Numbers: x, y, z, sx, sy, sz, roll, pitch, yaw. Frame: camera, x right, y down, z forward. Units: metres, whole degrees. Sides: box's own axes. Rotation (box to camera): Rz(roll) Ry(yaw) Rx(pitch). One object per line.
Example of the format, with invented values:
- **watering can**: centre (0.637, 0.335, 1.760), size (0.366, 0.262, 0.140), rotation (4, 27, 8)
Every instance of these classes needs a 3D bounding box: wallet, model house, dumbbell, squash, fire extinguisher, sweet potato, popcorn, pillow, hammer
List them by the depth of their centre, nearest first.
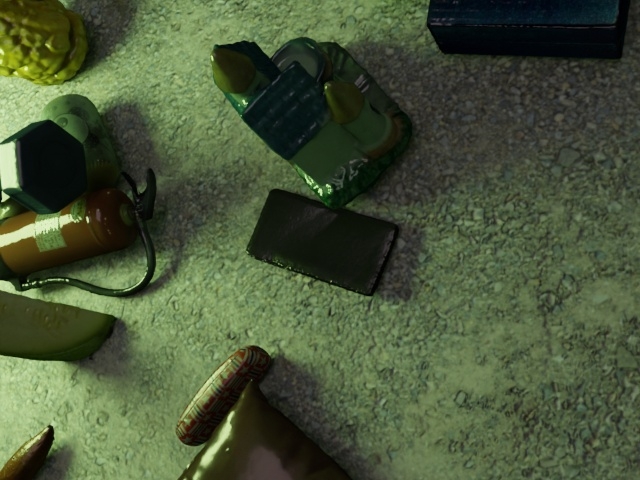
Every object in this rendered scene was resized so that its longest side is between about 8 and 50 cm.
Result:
- **pillow**: centre (-0.085, 0.416, 1.203), size (0.305, 0.108, 0.308), rotation (36, 92, 26)
- **model house**: centre (-0.042, -0.230, 1.228), size (0.194, 0.325, 0.267), rotation (-43, 59, 10)
- **wallet**: centre (0.000, 0.000, 1.323), size (0.244, 0.025, 0.124), rotation (17, 82, 29)
- **squash**: centre (-0.517, 0.137, 1.369), size (0.203, 0.288, 0.111), rotation (6, 77, 26)
- **dumbbell**: centre (-0.561, -0.116, 1.436), size (0.316, 0.143, 0.156), rotation (-3, 90, 33)
- **sweet potato**: centre (-0.542, 0.424, 1.436), size (0.057, 0.057, 0.264), rotation (41, 99, 27)
- **fire extinguisher**: centre (-0.428, 0.008, 1.484), size (0.376, 0.113, 0.200), rotation (-16, 113, 21)
- **hammer**: centre (-0.519, -0.122, 1.555), size (0.305, 0.113, 0.202), rotation (-36, 61, 21)
- **popcorn**: centre (-0.570, -0.407, 1.592), size (0.226, 0.200, 0.203), rotation (-1, 82, 22)

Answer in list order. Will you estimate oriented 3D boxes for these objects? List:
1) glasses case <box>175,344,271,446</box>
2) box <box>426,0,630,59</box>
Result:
- **glasses case**: centre (-0.160, 0.242, 1.303), size (0.194, 0.073, 0.049), rotation (-50, 55, 4)
- **box**: centre (0.326, -0.416, 1.239), size (0.279, 0.116, 0.261), rotation (8, 78, 26)
